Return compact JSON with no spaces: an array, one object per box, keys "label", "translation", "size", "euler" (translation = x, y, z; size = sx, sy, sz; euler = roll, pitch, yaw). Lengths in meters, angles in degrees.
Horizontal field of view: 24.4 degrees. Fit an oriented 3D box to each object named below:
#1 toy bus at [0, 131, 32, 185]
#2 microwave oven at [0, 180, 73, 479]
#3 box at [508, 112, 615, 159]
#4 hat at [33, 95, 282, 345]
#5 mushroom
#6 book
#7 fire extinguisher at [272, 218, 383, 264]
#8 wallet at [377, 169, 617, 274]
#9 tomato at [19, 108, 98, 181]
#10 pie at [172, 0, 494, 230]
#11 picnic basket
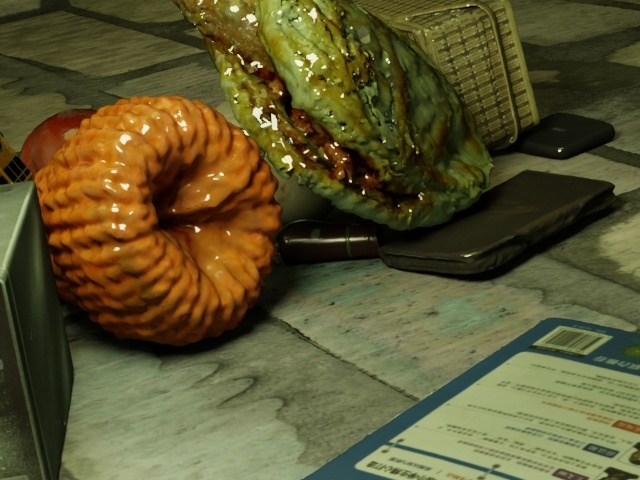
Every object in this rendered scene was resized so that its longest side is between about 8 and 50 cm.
[{"label":"toy bus","translation":[-0.505,-0.074,2.162],"size":[0.098,0.114,0.201],"euler":[-34,15,16]},{"label":"microwave oven","translation":[-0.486,0.120,1.461],"size":[0.432,0.236,0.374],"euler":[-8,21,-2]},{"label":"box","translation":[0.354,-0.153,2.194],"size":[0.125,0.027,0.126],"euler":[-24,27,-31]},{"label":"hat","translation":[-0.239,-0.037,1.750],"size":[0.285,0.285,0.400],"euler":[-22,20,-34]},{"label":"mushroom","translation":[-0.057,-0.107,1.982],"size":[0.206,0.206,0.209],"euler":[3,12,27]},{"label":"book","translation":[0.208,0.183,1.322],"size":[0.300,0.039,0.428],"euler":[11,28,42]},{"label":"fire extinguisher","translation":[0.000,0.000,1.874],"size":[0.157,0.045,0.078],"euler":[-5,42,10]},{"label":"wallet","translation":[0.231,-0.023,1.864],"size":[0.165,0.042,0.309],"euler":[11,27,43]},{"label":"tomato","translation":[-0.373,-0.155,2.345],"size":[0.228,0.112,0.199],"euler":[14,28,40]},{"label":"pie","translation":[0.052,-0.190,1.854],"size":[0.418,0.180,0.395],"euler":[10,42,-50]},{"label":"picnic basket","translation":[0.162,-0.258,2.222],"size":[0.175,0.228,0.313],"euler":[-26,25,-18]}]
